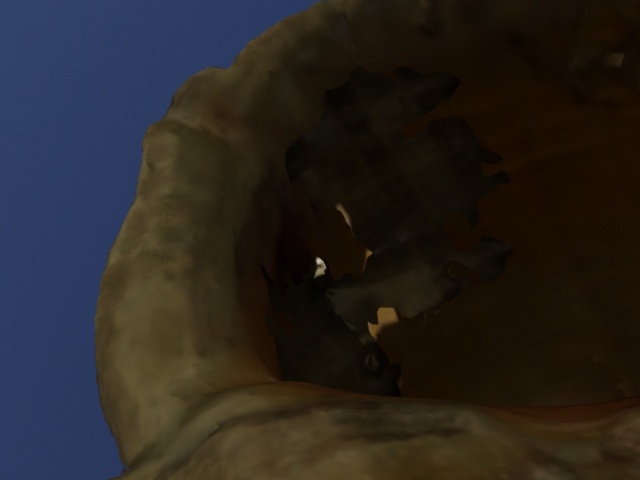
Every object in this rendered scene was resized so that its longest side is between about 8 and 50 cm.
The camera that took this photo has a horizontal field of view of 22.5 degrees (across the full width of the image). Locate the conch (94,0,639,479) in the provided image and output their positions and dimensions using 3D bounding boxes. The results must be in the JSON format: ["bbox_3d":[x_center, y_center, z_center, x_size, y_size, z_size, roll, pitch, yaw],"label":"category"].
[{"bbox_3d":[0.079,0.058,0.470,0.352,0.210,0.297,-21,-119,-13],"label":"conch"}]
